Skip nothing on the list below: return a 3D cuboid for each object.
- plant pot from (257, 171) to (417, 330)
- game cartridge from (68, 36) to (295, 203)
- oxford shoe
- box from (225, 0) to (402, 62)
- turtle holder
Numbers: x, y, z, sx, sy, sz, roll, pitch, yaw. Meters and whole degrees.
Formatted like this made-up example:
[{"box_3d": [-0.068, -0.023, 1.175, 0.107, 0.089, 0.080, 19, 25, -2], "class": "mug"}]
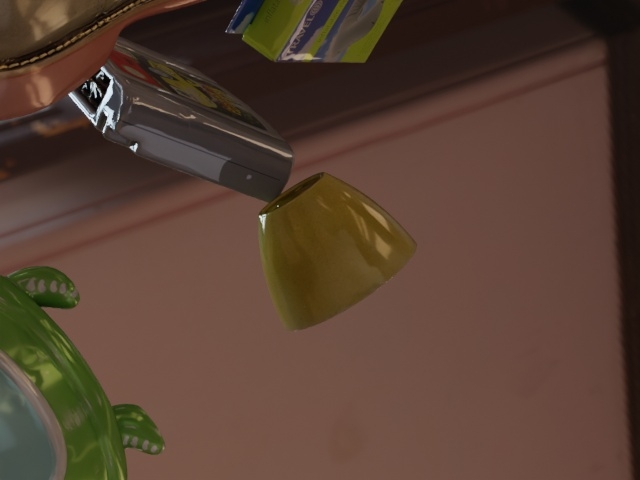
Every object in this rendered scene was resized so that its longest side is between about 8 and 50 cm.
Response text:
[{"box_3d": [0.000, 0.000, 1.188, 0.095, 0.134, 0.134, 56, 161, -11], "class": "plant pot"}, {"box_3d": [-0.143, -0.126, 1.297, 0.060, 0.196, 0.294, -60, 34, 9], "class": "game cartridge"}, {"box_3d": [-0.114, -0.224, 0.854, 0.140, 0.397, 0.146, 26, 133, 6], "class": "oxford shoe"}, {"box_3d": [0.009, -0.194, 1.099, 0.042, 0.178, 0.109, 39, 113, 18], "class": "box"}, {"box_3d": [-0.304, 0.136, 1.123, 0.243, 0.227, 0.320, 2, 119, 40], "class": "turtle holder"}]
